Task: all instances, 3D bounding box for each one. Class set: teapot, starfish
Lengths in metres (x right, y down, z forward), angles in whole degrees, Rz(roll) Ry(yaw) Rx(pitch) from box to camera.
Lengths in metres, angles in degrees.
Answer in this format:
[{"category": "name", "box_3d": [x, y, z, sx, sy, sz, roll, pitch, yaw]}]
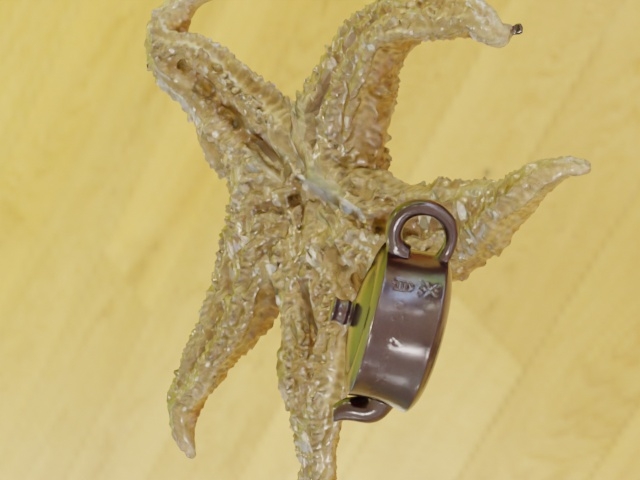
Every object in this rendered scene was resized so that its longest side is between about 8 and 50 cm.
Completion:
[{"category": "teapot", "box_3d": [0.027, 0.029, 0.762, 0.068, 0.045, 0.100, -92, 16, -73]}, {"category": "starfish", "box_3d": [0.003, 0.000, 0.985, 0.299, 0.060, 0.302, 28, 112, 37]}]
